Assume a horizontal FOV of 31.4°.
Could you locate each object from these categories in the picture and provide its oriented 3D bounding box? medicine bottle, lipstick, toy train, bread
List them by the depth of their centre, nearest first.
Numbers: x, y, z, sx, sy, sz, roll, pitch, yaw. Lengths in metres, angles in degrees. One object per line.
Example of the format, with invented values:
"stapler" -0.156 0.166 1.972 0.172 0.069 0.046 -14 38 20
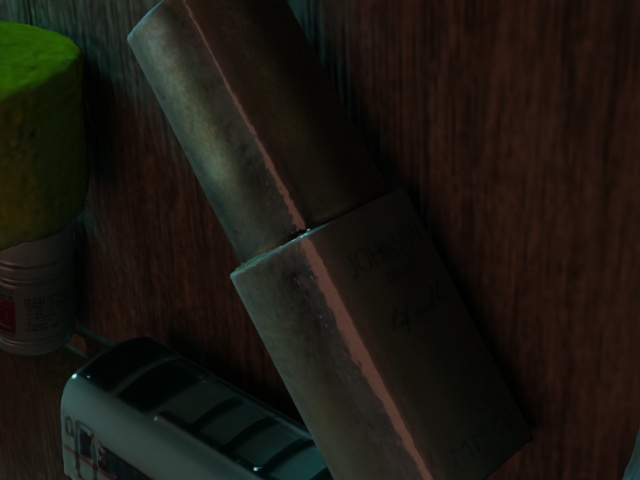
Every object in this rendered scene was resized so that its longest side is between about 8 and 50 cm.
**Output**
"lipstick" 0.000 0.000 0.526 0.077 0.079 0.253 -27 91 48
"toy train" 0.025 0.166 0.586 0.407 0.086 0.088 25 123 34
"bread" -0.190 -0.068 0.661 0.129 0.111 0.114 44 143 47
"medicine bottle" -0.190 0.023 0.744 0.058 0.058 0.091 30 129 32

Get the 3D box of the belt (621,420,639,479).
"belt" 0.150 0.039 0.405 0.087 0.072 0.302 23 123 31
